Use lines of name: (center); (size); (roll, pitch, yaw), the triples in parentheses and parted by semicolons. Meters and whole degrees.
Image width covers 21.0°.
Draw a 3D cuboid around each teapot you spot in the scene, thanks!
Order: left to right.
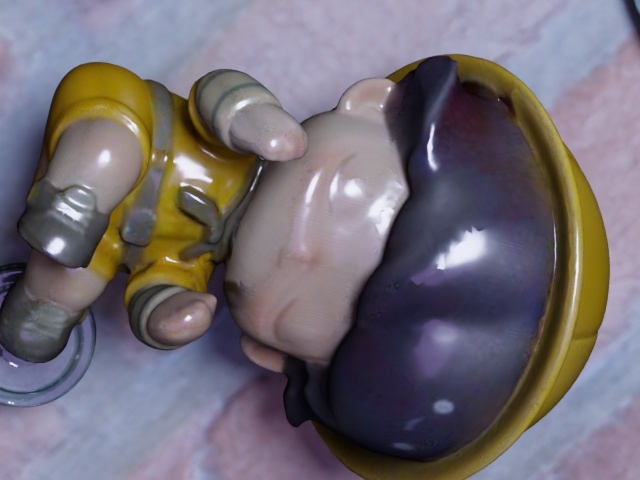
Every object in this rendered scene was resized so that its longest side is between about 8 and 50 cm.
teapot: (-0.148, 0.038, 0.805); (0.088, 0.057, 0.066); (12, 98, -10)

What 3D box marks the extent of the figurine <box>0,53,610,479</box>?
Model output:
figurine: (0.000, -0.003, 0.752); (0.257, 0.167, 0.192); (21, 122, -10)

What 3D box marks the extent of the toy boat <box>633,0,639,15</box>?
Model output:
toy boat: (0.199, -0.179, 0.785); (0.282, 0.096, 0.206); (45, 109, -2)
